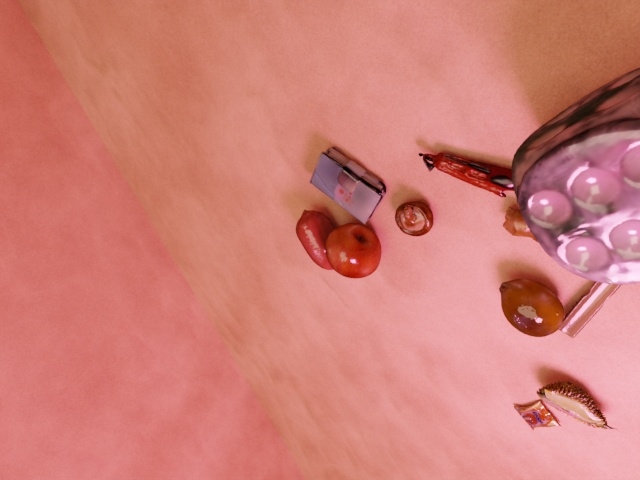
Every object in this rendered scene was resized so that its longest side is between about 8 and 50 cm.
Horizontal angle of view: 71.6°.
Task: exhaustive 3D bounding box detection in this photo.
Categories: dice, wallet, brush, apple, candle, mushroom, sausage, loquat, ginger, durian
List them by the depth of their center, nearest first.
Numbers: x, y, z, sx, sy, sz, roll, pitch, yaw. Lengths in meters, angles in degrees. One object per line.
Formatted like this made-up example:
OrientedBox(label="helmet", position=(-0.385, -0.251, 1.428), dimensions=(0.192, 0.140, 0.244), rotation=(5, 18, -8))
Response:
OrientedBox(label="dice", position=(0.617, -0.130, 0.886), dimensions=(0.330, 0.348, 0.328), rotation=(54, 139, -4))
OrientedBox(label="ginger", position=(0.629, -0.007, 1.169), dimensions=(0.299, 0.065, 0.118), rotation=(35, 126, 17))
OrientedBox(label="brush", position=(0.747, 0.153, 1.206), dimensions=(0.054, 0.048, 0.282), rotation=(30, 127, 17))
OrientedBox(label="candle", position=(0.411, -0.195, 1.226), dimensions=(0.301, 0.059, 0.084), rotation=(25, 121, 22))
OrientedBox(label="loquat", position=(0.603, 0.190, 1.280), dimensions=(0.195, 0.152, 0.152), rotation=(37, 137, 1))
OrientedBox(label="durian", position=(0.793, 0.504, 1.385), dimensions=(0.220, 0.095, 0.137), rotation=(33, 171, 14))
OrientedBox(label="mushroom", position=(0.293, -0.066, 1.394), dimensions=(0.127, 0.087, 0.127), rotation=(22, 129, 31))
OrientedBox(label="wallet", position=(0.090, -0.183, 1.491), dimensions=(0.250, 0.075, 0.176), rotation=(39, 140, 10))
OrientedBox(label="apple", position=(0.116, 0.030, 1.526), dimensions=(0.201, 0.201, 0.162), rotation=(38, 147, 12))
OrientedBox(label="sausage", position=(0.000, 0.000, 1.650), dimensions=(0.148, 0.148, 0.254), rotation=(-13, 109, 45))

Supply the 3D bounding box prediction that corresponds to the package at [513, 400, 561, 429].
OrientedBox(label="package", position=(0.750, 0.609, 1.538), dimensions=(0.108, 0.031, 0.120), rotation=(50, 138, -1))
